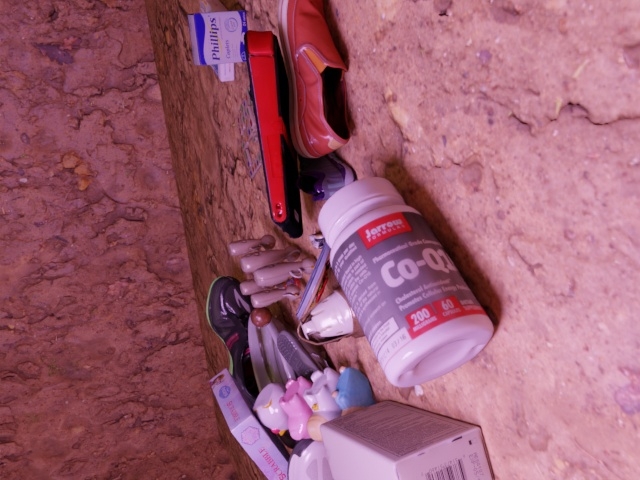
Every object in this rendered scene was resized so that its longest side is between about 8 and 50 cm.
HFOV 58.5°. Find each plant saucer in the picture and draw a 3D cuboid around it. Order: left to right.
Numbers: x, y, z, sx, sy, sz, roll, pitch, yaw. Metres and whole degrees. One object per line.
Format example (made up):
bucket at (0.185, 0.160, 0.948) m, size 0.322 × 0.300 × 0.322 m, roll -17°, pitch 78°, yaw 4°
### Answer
plant saucer at (-0.100, 0.382, 1.638) m, size 0.400 × 0.100 × 0.401 m, roll 167°, pitch 90°, yaw -69°

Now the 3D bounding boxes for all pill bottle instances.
pill bottle at (0.111, 0.051, 0.836) m, size 0.161 × 0.161 × 0.283 m, roll 105°, pitch 145°, yaw -50°

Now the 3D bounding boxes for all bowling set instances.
bowling set at (-0.118, 0.106, 1.450) m, size 0.287 × 0.154 × 0.200 m, roll -140°, pitch 42°, yaw -58°

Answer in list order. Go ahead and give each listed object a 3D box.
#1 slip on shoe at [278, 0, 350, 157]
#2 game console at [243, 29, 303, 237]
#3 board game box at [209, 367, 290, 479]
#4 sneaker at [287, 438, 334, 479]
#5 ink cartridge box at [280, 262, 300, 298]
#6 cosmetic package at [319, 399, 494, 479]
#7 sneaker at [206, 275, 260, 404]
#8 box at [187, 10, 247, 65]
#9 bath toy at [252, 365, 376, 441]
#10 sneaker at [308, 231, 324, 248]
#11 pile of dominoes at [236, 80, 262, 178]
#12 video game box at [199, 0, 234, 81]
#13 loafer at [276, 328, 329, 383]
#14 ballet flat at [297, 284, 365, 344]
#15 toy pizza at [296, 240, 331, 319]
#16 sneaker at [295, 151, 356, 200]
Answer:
slip on shoe at (-0.002, -0.314, 1.009) m, size 0.101 × 0.123 × 0.332 m, roll -2°, pitch 95°, yaw 33°
game console at (-0.083, -0.183, 1.106) m, size 0.386 × 0.060 × 0.342 m, roll 55°, pitch -149°, yaw -86°
board game box at (-0.158, 0.526, 1.513) m, size 0.318 × 0.066 × 0.318 m, roll 58°, pitch 167°, yaw -17°
sneaker at (0.081, 0.667, 1.322) m, size 0.257 × 0.169 × 0.448 m, roll 11°, pitch 120°, yaw 58°
ink cartridge box at (-0.088, 0.111, 1.548) m, size 0.115 × 0.029 × 0.063 m, roll -138°, pitch 41°, yaw -57°
cosmetic package at (0.132, 0.366, 0.970) m, size 0.309 × 0.160 × 0.113 m, roll 157°, pitch 99°, yaw -69°
sneaker at (-0.242, 0.342, 1.929) m, size 0.202 × 0.185 × 0.483 m, roll -25°, pitch 82°, yaw 50°
box at (-0.259, -0.518, 1.465) m, size 0.072 × 0.137 × 0.126 m, roll -142°, pitch 44°, yaw -57°
bath toy at (-0.021, 0.386, 1.294) m, size 0.129 × 0.151 × 0.348 m, roll 42°, pitch 142°, yaw -20°
sneaker at (0.000, 0.000, 1.270) m, size 0.083 × 0.031 × 0.037 m, roll 170°, pitch 79°, yaw -77°
pile of dominoes at (-0.204, -0.302, 1.587) m, size 0.251 × 0.040 × 0.196 m, roll 139°, pitch 116°, yaw -66°
video game box at (-0.300, -0.589, 1.653) m, size 0.205 × 0.048 × 0.187 m, roll -125°, pitch 32°, yaw -43°
loafer at (-0.006, 0.313, 1.403) m, size 0.251 × 0.087 × 0.094 m, roll 54°, pitch 135°, yaw 18°
ballet flat at (0.027, 0.154, 1.155) m, size 0.116 × 0.124 × 0.342 m, roll 69°, pitch 157°, yaw 9°
toy pizza at (0.000, 0.074, 1.186) m, size 0.201 × 0.032 × 0.201 m, roll -158°, pitch 90°, yaw -88°
sneaker at (-0.018, -0.143, 1.132) m, size 0.224 × 0.098 × 0.083 m, roll -135°, pitch 38°, yaw -53°
